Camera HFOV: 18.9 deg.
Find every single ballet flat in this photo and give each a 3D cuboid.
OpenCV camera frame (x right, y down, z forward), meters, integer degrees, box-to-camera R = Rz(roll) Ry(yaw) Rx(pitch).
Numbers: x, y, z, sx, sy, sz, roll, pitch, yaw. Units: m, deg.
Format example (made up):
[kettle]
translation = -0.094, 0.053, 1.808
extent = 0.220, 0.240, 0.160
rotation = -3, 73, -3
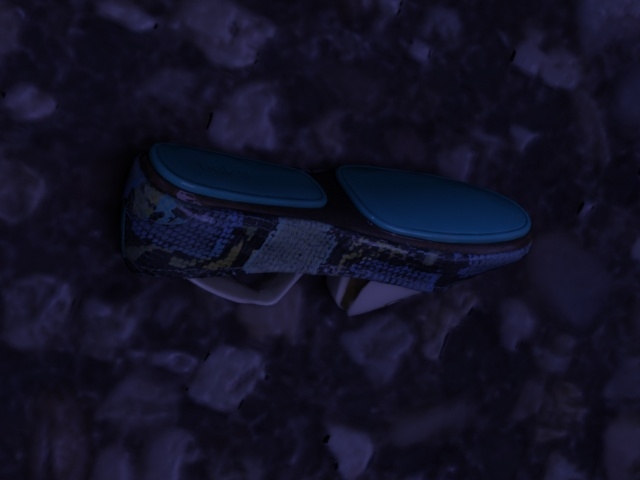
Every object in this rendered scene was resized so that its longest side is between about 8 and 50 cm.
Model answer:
[ballet flat]
translation = 0.000, 0.000, 0.821
extent = 0.188, 0.070, 0.070
rotation = 9, 95, -24
